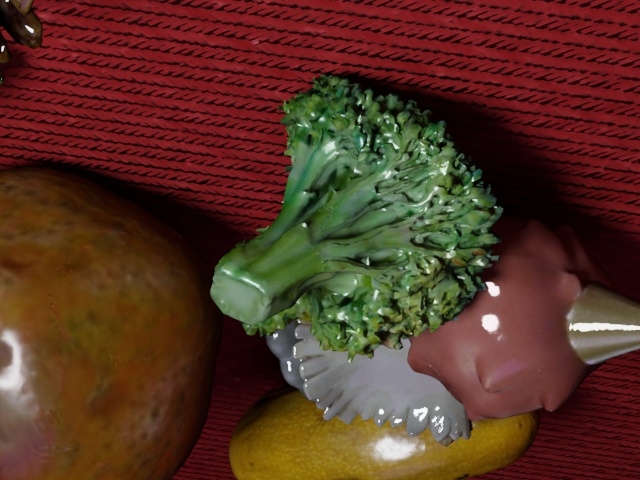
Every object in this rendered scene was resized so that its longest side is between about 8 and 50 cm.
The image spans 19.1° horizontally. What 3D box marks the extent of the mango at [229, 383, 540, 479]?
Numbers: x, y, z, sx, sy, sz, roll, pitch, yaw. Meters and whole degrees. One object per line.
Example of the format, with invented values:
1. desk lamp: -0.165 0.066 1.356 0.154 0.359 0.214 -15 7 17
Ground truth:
1. mango: 0.043 0.161 1.633 0.295 0.120 0.177 -19 177 42

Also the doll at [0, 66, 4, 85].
1. doll: -0.321 -0.112 1.293 0.209 0.097 0.137 -3 -171 35

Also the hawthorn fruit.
1. hawthorn fruit: -0.221 0.090 1.402 0.277 0.298 0.277 9 110 24

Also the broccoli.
1. broccoli: 0.000 0.000 1.271 0.194 0.194 0.219 20 143 -21

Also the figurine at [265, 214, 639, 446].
1. figurine: 0.115 0.051 1.413 0.387 0.166 0.207 -13 110 46

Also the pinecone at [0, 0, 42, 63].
1. pinecone: -0.232 -0.173 1.051 0.212 0.186 0.168 9 143 -37
